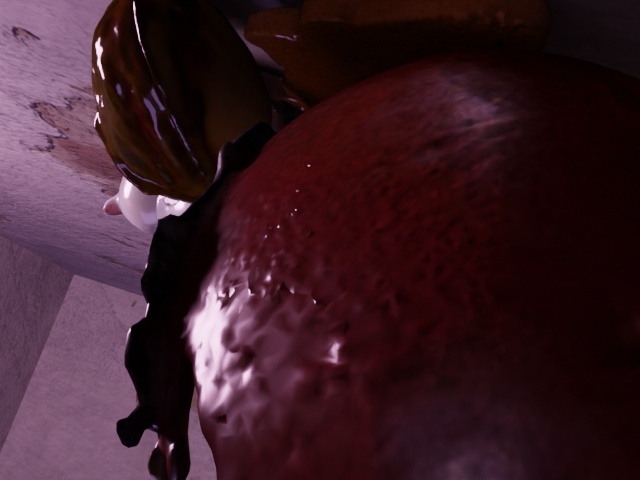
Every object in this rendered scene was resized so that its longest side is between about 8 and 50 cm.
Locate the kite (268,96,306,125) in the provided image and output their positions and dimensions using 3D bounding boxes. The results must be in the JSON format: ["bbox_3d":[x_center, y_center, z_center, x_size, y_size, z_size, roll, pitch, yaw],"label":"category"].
[{"bbox_3d":[-0.003,-0.049,0.702,0.005,0.152,0.137,-24,112,26],"label":"kite"}]

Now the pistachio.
[{"bbox_3d":[-0.106,-0.112,0.687,0.130,0.165,0.210,-18,142,-7],"label":"pistachio"}]

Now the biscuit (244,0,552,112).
[{"bbox_3d":[0.050,-0.122,0.633,0.183,0.043,0.280,19,165,-26],"label":"biscuit"}]

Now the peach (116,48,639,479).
[{"bbox_3d":[0.091,0.079,0.526,0.416,0.353,0.339,42,171,48],"label":"peach"}]

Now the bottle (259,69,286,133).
[{"bbox_3d":[-0.093,-0.129,0.805,0.140,0.053,0.053,17,168,15],"label":"bottle"}]

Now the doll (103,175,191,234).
[{"bbox_3d":[-0.166,-0.048,1.160,0.180,0.110,0.107,16,167,26],"label":"doll"}]
